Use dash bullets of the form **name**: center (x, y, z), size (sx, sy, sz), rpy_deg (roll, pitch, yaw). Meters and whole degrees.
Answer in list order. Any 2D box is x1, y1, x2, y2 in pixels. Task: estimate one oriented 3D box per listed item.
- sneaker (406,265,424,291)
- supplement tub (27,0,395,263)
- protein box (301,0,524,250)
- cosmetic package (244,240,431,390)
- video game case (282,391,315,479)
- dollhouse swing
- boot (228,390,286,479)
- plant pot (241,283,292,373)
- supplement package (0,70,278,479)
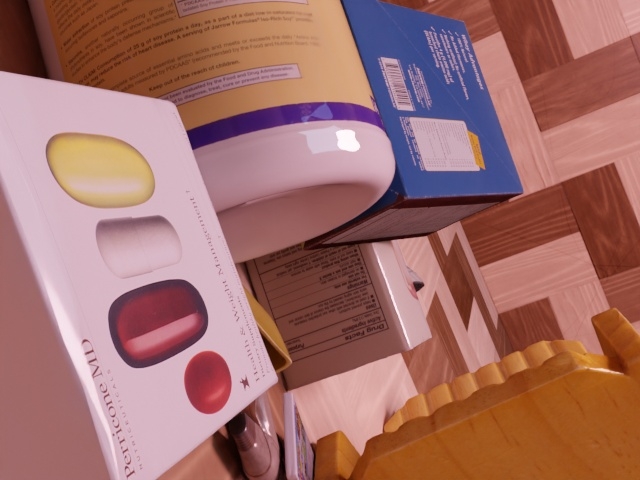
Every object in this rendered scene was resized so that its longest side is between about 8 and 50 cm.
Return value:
- **sneaker**: center (0.050, 0.034, 1.177), size (0.122, 0.110, 0.283), rpy_deg (55, 10, 19)
- **supplement tub**: center (-0.100, -0.160, 0.659), size (0.241, 0.241, 0.331), rpy_deg (14, 57, -70)
- **protein box**: center (0.067, -0.111, 0.812), size (0.201, 0.136, 0.199), rpy_deg (-5, 75, -48)
- **cosmetic package**: center (0.000, 0.000, 0.931), size (0.129, 0.153, 0.296), rpy_deg (1, 69, -71)
- **video game case**: center (-0.019, 0.215, 0.789), size (0.122, 0.011, 0.087), rpy_deg (77, 6, -46)
- **dollhouse swing**: center (0.184, 0.180, 0.958), size (0.315, 0.347, 0.305), rpy_deg (58, 11, -36)
- **boot**: center (-0.057, 0.168, 0.752), size (0.118, 0.042, 0.087), rpy_deg (-88, 158, -50)
- **plant pot**: center (-0.085, 0.074, 0.710), size (0.081, 0.081, 0.083), rpy_deg (54, 10, -40)
- **supplement package**: center (-0.148, 0.033, 0.435), size (0.194, 0.149, 0.203), rpy_deg (69, 16, 0)
